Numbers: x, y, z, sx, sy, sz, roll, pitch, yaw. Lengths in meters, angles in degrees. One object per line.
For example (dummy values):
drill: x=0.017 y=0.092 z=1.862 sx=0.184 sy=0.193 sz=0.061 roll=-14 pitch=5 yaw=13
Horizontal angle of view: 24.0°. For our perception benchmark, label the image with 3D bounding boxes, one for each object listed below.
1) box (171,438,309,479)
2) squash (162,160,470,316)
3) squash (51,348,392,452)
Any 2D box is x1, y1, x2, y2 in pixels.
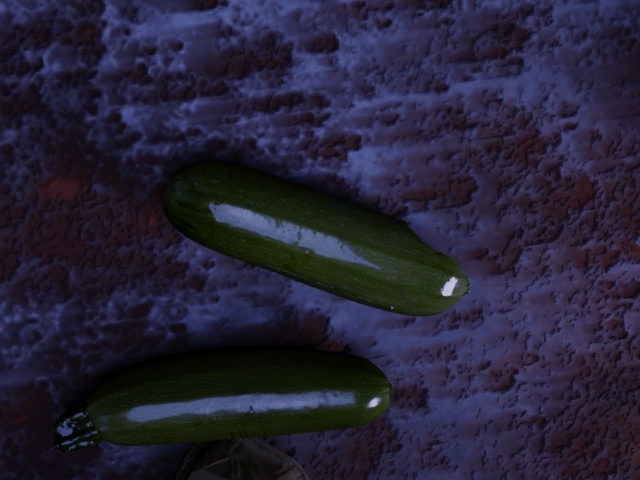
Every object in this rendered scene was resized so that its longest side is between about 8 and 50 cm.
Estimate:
box: x=-0.081 y=0.233 z=1.131 sx=0.111 sy=0.111 sz=0.177 roll=25 pitch=96 yaw=-15
squash: x=0.000 y=0.000 z=1.090 sx=0.239 sy=0.069 sz=0.069 roll=20 pitch=101 yaw=-14
squash: x=-0.072 y=0.115 z=1.110 sx=0.252 sy=0.066 sz=0.066 roll=-3 pitch=106 yaw=-9
